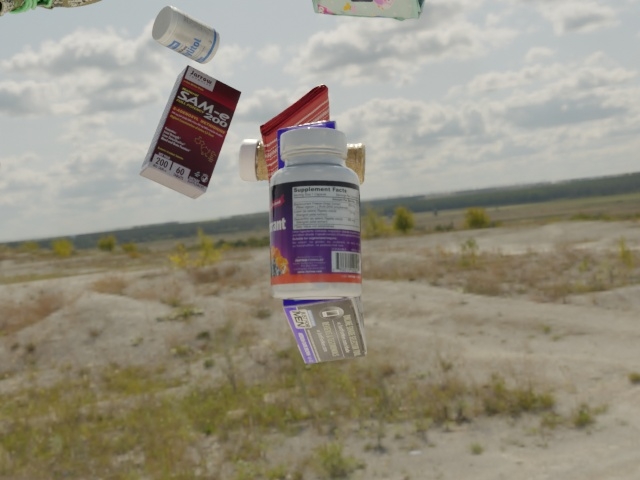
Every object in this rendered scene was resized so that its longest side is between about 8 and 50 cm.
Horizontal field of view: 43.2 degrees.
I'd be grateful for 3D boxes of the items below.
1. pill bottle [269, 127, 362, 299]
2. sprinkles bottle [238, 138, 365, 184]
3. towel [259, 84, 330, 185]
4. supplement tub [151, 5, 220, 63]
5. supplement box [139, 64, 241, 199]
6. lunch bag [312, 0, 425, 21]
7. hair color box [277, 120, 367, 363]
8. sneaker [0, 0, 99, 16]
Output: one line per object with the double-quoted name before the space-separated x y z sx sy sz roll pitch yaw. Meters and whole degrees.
"pill bottle" -0.006 -0.029 0.947 0.108 0.194 0.108 -1 -7 0
"sprinkles bottle" -0.051 -0.224 2.309 0.355 0.121 0.121 2 3 6
"towel" -0.050 -0.198 1.791 0.031 0.275 0.199 36 62 26
"supplement tub" -0.243 -0.372 1.467 0.107 0.071 0.071 19 -15 -40
"supplement box" -0.264 -0.221 1.654 0.130 0.239 0.073 24 -20 -22
"lunch bag" 0.089 -0.540 1.480 0.223 0.262 0.160 8 17 21
"hair color box" 0.000 0.000 1.280 0.110 0.339 0.185 -9 -36 5
"sneaker" -0.578 -0.471 1.524 0.410 0.182 0.158 -7 -37 -26
